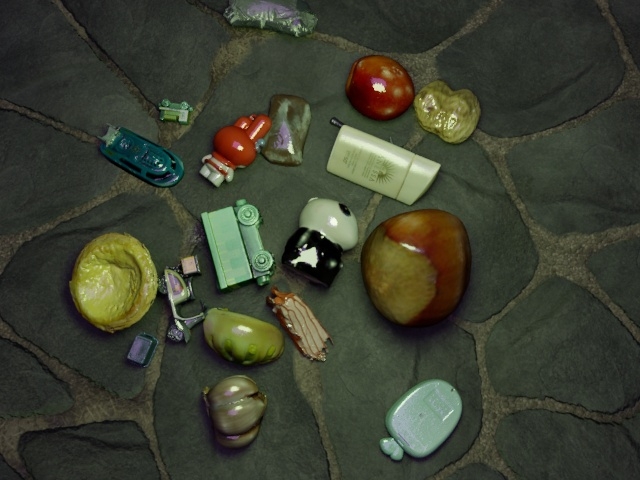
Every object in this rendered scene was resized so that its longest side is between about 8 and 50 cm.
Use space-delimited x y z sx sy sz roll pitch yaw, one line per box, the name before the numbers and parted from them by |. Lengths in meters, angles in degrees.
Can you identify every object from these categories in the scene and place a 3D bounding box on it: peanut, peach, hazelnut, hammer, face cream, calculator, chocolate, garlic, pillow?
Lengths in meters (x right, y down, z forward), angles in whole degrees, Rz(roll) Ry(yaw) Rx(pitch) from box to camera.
peanut | 0.429 -0.444 1.928 0.233 0.110 0.196 27 84 6
peach | 0.203 -0.514 1.901 0.244 0.199 0.243 17 48 -20
hazelnut | 0.293 0.078 1.707 0.366 0.366 0.365 0 77 0
hammer | 0.142 -0.361 1.951 0.246 0.029 0.103 35 80 8
face cream | 0.204 -0.242 1.874 0.349 0.081 0.173 24 117 4
calculator | 0.308 0.556 1.738 0.295 0.042 0.184 -42 81 -10
chocolate | -0.119 -0.386 1.927 0.157 0.080 0.253 10 78 2
garlic | -0.255 0.513 1.687 0.191 0.160 0.214 -13 75 2
pillow | -0.175 -0.814 2.016 0.335 0.092 0.161 11 83 1

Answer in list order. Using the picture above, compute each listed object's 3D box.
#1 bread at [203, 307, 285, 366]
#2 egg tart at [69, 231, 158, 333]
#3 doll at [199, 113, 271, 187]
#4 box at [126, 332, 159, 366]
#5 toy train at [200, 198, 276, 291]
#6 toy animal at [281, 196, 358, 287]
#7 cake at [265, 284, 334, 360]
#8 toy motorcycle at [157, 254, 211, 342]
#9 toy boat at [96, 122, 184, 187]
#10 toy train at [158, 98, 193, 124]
bread | -0.237 0.303 1.726 0.261 0.156 0.158 17 78 -2
egg tart | -0.633 0.132 1.774 0.315 0.120 0.314 -1 85 15
doll | -0.282 -0.312 1.882 0.161 0.130 0.290 37 86 23
box | -0.562 0.343 1.776 0.074 0.054 0.099 20 79 6
toy train | -0.262 0.016 1.817 0.202 0.120 0.300 -17 78 -2
toy animal | 0.005 0.004 1.787 0.213 0.212 0.266 30 76 6
cake | -0.066 0.259 1.774 0.098 0.135 0.287 -41 89 -23
toy motorcycle | -0.428 0.192 1.793 0.157 0.091 0.263 -15 79 -7
toy boat | -0.603 -0.286 1.900 0.299 0.092 0.134 27 75 6
toy train | -0.503 -0.445 1.957 0.122 0.050 0.081 5 85 0
